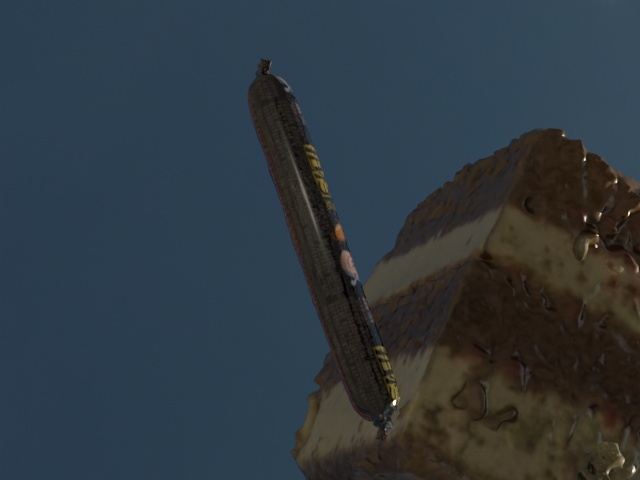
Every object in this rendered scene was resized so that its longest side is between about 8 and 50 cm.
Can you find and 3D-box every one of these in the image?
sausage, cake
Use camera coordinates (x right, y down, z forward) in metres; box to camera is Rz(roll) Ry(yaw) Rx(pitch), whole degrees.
[{"bbox_3d":[0.000,0.000,0.667,0.025,0.028,0.198,-29,-114,26],"label":"sausage"},{"bbox_3d":[0.163,0.105,1.104,0.256,0.282,0.290,28,-113,-12],"label":"cake"}]
